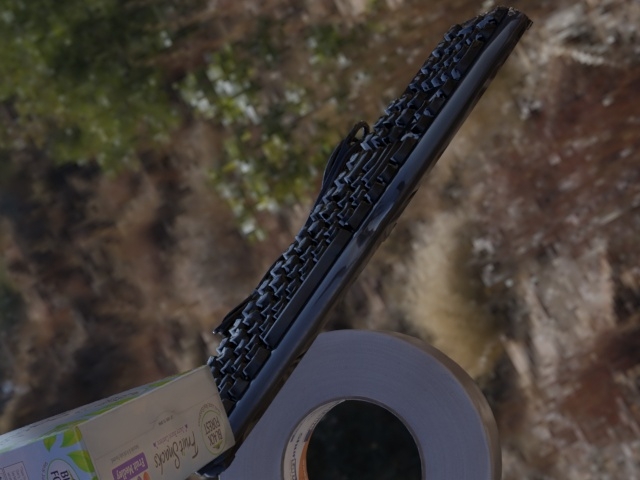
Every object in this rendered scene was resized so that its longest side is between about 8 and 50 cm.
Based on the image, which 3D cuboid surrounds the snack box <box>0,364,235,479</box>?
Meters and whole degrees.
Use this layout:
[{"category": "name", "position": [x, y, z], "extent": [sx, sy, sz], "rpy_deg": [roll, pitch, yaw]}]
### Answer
[{"category": "snack box", "position": [-0.097, 0.083, 0.511], "extent": [0.141, 0.100, 0.037], "rpy_deg": [-15, -94, -78]}]

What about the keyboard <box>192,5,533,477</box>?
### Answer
[{"category": "keyboard", "position": [0.000, 0.000, 0.851], "extent": [0.033, 0.317, 0.201], "rpy_deg": [38, 163, -8]}]

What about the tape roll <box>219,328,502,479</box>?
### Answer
[{"category": "tape roll", "position": [0.033, 0.180, 1.177], "extent": [0.219, 0.219, 0.072], "rpy_deg": [61, -168, 10]}]
